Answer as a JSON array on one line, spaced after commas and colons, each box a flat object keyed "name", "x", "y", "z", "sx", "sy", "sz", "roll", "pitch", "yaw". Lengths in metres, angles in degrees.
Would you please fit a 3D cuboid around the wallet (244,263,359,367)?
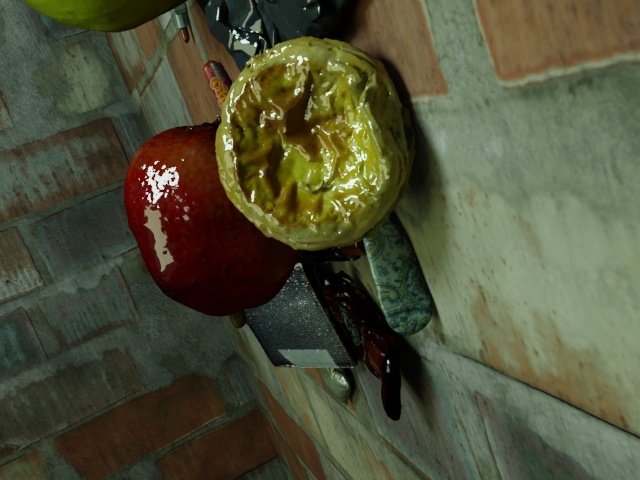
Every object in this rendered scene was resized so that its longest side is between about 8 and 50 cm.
[{"name": "wallet", "x": -0.056, "y": 0.141, "z": 1.170, "sx": 0.220, "sy": 0.071, "sz": 0.262, "roll": -10, "pitch": 113, "yaw": 35}]

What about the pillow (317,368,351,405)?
[{"name": "pillow", "x": 0.002, "y": 0.257, "z": 1.332, "sx": 0.230, "sy": 0.050, "sz": 0.148, "roll": 58, "pitch": 167, "yaw": 24}]

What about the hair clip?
[{"name": "hair clip", "x": 0.086, "y": 0.014, "z": 0.769, "sx": 0.036, "sy": 0.066, "sz": 0.229, "roll": 8, "pitch": -118, "yaw": -80}]

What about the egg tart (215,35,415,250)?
[{"name": "egg tart", "x": -0.004, "y": -0.107, "z": 0.678, "sx": 0.241, "sy": 0.241, "sz": 0.106, "roll": 66, "pitch": -158, "yaw": -1}]

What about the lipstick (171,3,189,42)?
[{"name": "lipstick", "x": -0.304, "y": -0.489, "z": 1.274, "sx": 0.030, "sy": 0.030, "sz": 0.129, "roll": 43, "pitch": 152, "yaw": 50}]

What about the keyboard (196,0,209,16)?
[{"name": "keyboard", "x": -0.219, "y": -0.458, "z": 1.102, "sx": 0.197, "sy": 0.015, "sz": 0.074, "roll": 58, "pitch": 165, "yaw": 23}]

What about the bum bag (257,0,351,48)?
[{"name": "bum bag", "x": -0.016, "y": -0.283, "z": 0.666, "sx": 0.123, "sy": 0.060, "sz": 0.248, "roll": 65, "pitch": 161, "yaw": 7}]

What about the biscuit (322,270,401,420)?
[{"name": "biscuit", "x": 0.076, "y": 0.159, "z": 0.963, "sx": 0.235, "sy": 0.063, "sz": 0.151, "roll": 53, "pitch": 158, "yaw": 41}]

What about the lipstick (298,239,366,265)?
[{"name": "lipstick", "x": 0.000, "y": 0.000, "z": 0.924, "sx": 0.299, "sy": 0.081, "sz": 0.081, "roll": 1, "pitch": 114, "yaw": 63}]

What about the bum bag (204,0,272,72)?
[{"name": "bum bag", "x": -0.070, "y": -0.227, "z": 0.864, "sx": 0.310, "sy": 0.074, "sz": 0.137, "roll": 59, "pitch": 162, "yaw": -21}]

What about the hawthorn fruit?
[{"name": "hawthorn fruit", "x": -0.140, "y": -0.021, "z": 0.852, "sx": 0.265, "sy": 0.265, "sz": 0.307, "roll": 34, "pitch": 133, "yaw": 59}]

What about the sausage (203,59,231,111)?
[{"name": "sausage", "x": -0.200, "y": -0.313, "z": 1.185, "sx": 0.050, "sy": 0.048, "sz": 0.145, "roll": -43, "pitch": 62, "yaw": 32}]

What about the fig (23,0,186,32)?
[{"name": "fig", "x": -0.367, "y": -0.489, "z": 0.932, "sx": 0.343, "sy": 0.343, "sz": 0.343, "roll": 54, "pitch": 159, "yaw": 32}]
